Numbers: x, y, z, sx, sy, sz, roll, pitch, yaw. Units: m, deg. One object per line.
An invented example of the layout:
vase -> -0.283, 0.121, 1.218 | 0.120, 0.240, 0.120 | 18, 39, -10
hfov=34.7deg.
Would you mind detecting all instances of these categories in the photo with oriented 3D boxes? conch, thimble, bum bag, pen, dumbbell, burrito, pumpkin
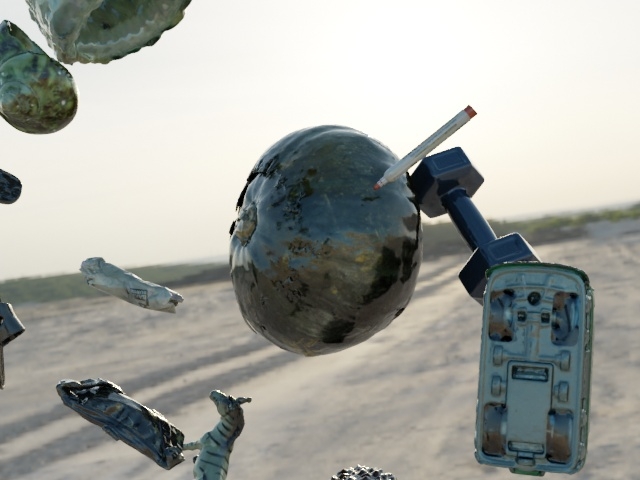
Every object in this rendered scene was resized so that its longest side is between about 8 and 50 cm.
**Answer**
conch -> -0.461, -0.247, 1.592 | 0.124, 0.187, 0.181 | -40, 13, -10
thimble -> -0.360, -0.429, 1.731 | 0.288, 0.167, 0.254 | -36, -17, 6
bum bag -> -0.318, 0.288, 1.659 | 0.248, 0.069, 0.102 | 33, 0, 10
pen -> 0.175, -0.155, 1.737 | 0.218, 0.026, 0.026 | -39, -1, 1
dumbbell -> 0.290, -0.027, 1.953 | 0.143, 0.316, 0.156 | 2, -44, -35
burrito -> -0.357, 0.086, 1.915 | 0.203, 0.064, 0.064 | 23, 4, 8
pumpkin -> 0.000, 0.000, 1.963 | 0.344, 0.454, 0.454 | 4, -6, -24

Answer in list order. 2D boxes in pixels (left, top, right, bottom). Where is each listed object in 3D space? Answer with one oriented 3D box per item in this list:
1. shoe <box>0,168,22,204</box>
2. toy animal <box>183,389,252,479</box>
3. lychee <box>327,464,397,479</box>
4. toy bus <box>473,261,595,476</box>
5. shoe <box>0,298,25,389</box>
shoe -> -0.594, -0.108, 1.736 | 0.179, 0.071, 0.049 | 25, -22, -11
toy animal -> -0.184, 0.372, 1.727 | 0.073, 0.217, 0.176 | 24, -37, -29
lychee -> 0.074, 0.570, 1.926 | 0.264, 0.264, 0.300 | -9, 27, 49
toy bus -> 0.366, 0.212, 1.717 | 0.183, 0.344, 0.199 | 4, -4, 20
shoe -> -0.478, 0.148, 1.572 | 0.053, 0.159, 0.062 | -3, -7, -4
